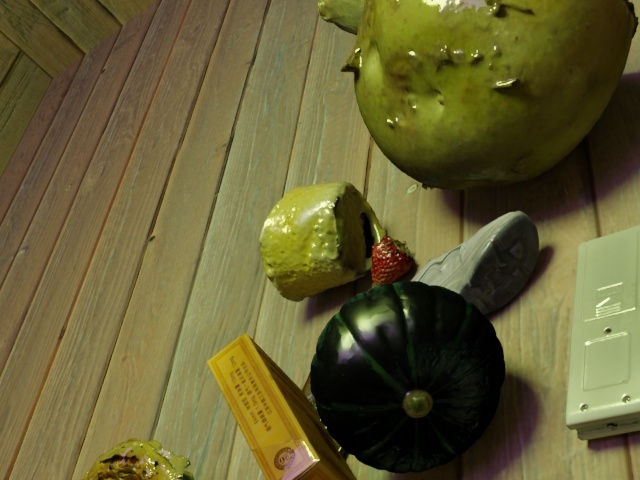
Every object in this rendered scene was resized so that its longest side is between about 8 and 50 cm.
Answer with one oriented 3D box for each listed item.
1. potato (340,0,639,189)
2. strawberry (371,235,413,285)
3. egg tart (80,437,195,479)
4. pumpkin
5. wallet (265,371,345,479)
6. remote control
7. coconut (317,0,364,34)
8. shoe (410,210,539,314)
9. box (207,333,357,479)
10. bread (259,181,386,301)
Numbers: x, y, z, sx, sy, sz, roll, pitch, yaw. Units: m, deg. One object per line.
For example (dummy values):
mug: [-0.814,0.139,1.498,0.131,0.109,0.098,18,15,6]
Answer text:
potato: [0.220,-0.242,1.509,0.442,0.385,0.320,1,65,66]
strawberry: [0.109,0.037,1.620,0.083,0.073,0.073,-53,27,15]
egg tart: [-0.275,0.449,1.560,0.297,0.132,0.297,-23,52,33]
pumpkin: [0.107,0.162,1.299,0.248,0.248,0.248,-32,32,23]
wallet: [0.012,0.257,1.502,0.137,0.031,0.255,-5,52,43]
remote control: [0.362,0.106,1.217,0.103,0.055,0.277,-21,39,38]
coconut: [0.145,-0.567,2.043,0.360,0.346,0.346,-49,29,-4]
shoe: [0.206,0.049,1.449,0.245,0.095,0.137,-50,31,6]
box: [-0.041,0.268,1.365,0.076,0.174,0.274,-39,40,1]
bread: [0.000,0.000,1.693,0.170,0.197,0.197,-11,44,36]
